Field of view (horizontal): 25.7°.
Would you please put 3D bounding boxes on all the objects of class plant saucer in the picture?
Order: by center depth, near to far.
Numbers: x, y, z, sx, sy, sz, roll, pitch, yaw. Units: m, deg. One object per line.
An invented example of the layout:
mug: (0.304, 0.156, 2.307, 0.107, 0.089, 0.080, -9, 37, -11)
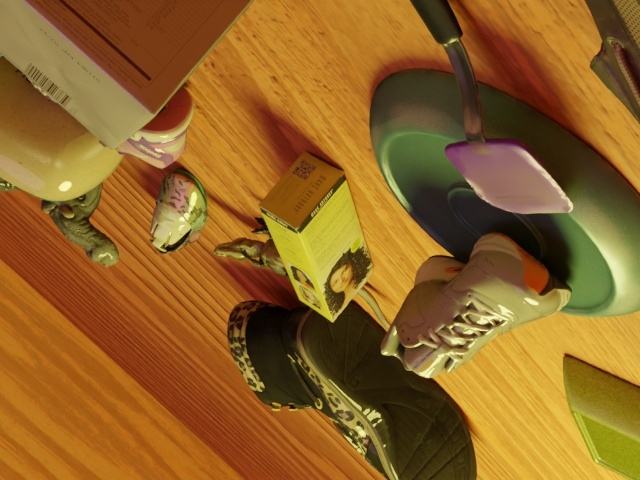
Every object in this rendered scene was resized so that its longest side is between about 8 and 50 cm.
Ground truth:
plant saucer: (0.165, -0.027, 1.251, 0.318, 0.043, 0.317, 33, 162, 13)
plant saucer: (0.348, 0.221, 1.515, 0.188, 0.045, 0.188, 25, 159, 37)

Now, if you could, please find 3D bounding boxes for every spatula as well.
spatula: (0.104, -0.130, 1.070, 0.084, 0.030, 0.296, -2, 127, 43)

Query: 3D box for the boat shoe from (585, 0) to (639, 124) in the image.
boat shoe: (0.229, -0.116, 0.798, 0.130, 0.132, 0.355, 31, 155, 53)

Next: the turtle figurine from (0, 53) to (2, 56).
turtle figurine: (-0.380, -0.259, 1.489, 0.198, 0.274, 0.266, -7, 140, 17)

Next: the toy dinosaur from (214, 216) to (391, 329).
toy dinosaur: (-0.029, 0.028, 1.751, 0.268, 0.064, 0.118, 25, 166, 29)

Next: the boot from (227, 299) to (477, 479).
boot: (0.037, 0.225, 1.979, 0.377, 0.138, 0.284, 50, 158, -23)

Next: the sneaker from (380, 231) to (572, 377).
sneaker: (0.136, 0.075, 1.292, 0.099, 0.121, 0.262, 39, 163, -6)

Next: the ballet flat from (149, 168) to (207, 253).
ballet flat: (-0.199, -0.025, 1.908, 0.077, 0.079, 0.221, 37, 162, 4)

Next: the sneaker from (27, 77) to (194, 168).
sneaker: (-0.244, -0.155, 1.622, 0.236, 0.095, 0.104, 30, 153, 22)

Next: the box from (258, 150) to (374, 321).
box: (0.000, 0.000, 1.574, 0.058, 0.087, 0.232, 32, 163, 25)

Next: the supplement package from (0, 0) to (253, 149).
supplement package: (-0.107, -0.206, 0.989, 0.139, 0.244, 0.134, 42, 161, -11)

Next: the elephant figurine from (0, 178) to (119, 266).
elephant figurine: (-0.378, -0.099, 1.975, 0.239, 0.186, 0.169, 15, -157, -11)

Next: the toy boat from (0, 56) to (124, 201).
toy boat: (-0.406, -0.117, 1.678, 0.267, 0.318, 0.148, 43, 145, 7)
